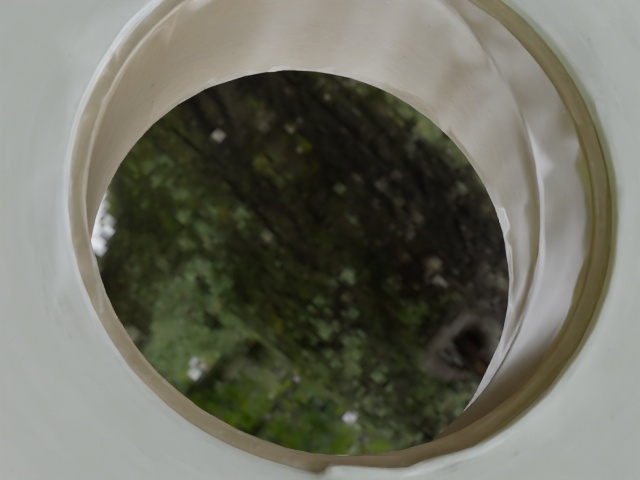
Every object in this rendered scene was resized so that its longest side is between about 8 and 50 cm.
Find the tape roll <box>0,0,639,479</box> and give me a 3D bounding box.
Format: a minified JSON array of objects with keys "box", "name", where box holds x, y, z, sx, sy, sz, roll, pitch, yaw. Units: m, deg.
[{"box":[0.000,0.000,0.465,0.286,0.286,0.100,-58,180,-16],"name":"tape roll"}]
